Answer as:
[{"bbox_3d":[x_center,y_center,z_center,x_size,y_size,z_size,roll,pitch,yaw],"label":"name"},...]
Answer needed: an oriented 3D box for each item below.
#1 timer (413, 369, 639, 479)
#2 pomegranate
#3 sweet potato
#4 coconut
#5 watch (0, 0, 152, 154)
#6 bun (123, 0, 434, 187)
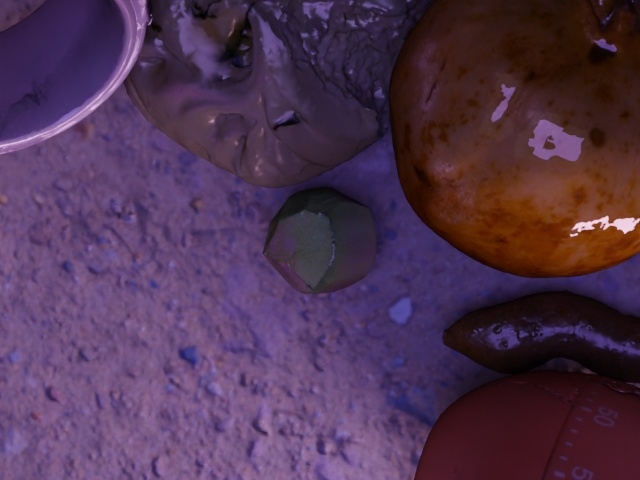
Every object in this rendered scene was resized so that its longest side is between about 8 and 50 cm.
[{"bbox_3d":[0.174,0.207,1.149,0.214,0.229,0.230,11,106,15],"label":"timer"},{"bbox_3d":[0.162,-0.094,1.069,0.248,0.248,0.248,1,105,3],"label":"pomegranate"},{"bbox_3d":[0.200,0.072,1.205,0.218,0.051,0.065,5,101,2],"label":"sweet potato"},{"bbox_3d":[0.000,0.000,1.185,0.082,0.081,0.083,39,124,23],"label":"coconut"},{"bbox_3d":[-0.240,-0.135,1.049,0.248,0.217,0.211,-37,58,9],"label":"watch"},{"bbox_3d":[-0.032,-0.142,1.129,0.237,0.116,0.210,-16,102,10],"label":"bun"}]
